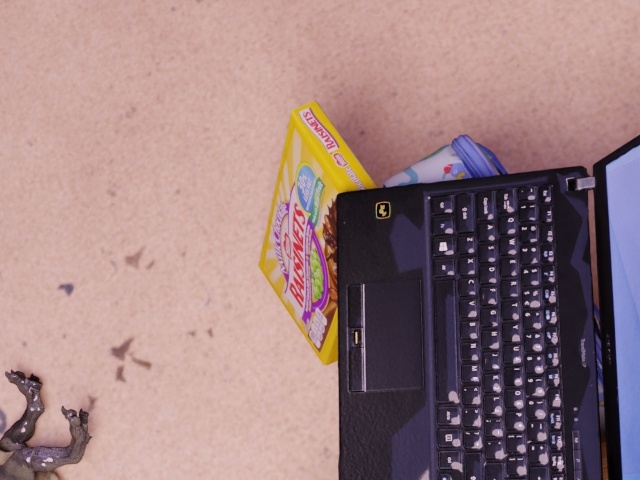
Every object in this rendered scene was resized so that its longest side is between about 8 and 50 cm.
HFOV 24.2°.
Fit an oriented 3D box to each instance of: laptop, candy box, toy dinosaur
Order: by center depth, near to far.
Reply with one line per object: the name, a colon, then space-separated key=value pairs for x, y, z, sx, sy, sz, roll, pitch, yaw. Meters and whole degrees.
laptop: x=0.110 y=0.058 z=0.848 sx=0.264 sy=0.136 sz=0.234 roll=-5 pitch=76 yaw=22
candy box: x=0.000 y=0.000 z=1.082 sx=0.027 sy=0.206 sz=0.105 roll=-22 pitch=63 yaw=-22
toy dinosaur: x=-0.236 y=0.177 z=1.199 sx=0.268 sy=0.064 sz=0.118 roll=24 pitch=93 yaw=22

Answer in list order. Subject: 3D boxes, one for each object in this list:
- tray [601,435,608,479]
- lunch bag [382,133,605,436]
tray: x=0.197 y=0.227 z=0.954 sx=0.411 sy=0.076 sz=0.203 roll=-20 pitch=110 yaw=15
lunch bag: x=0.132 y=0.042 z=1.022 sx=0.090 sy=0.176 sz=0.219 roll=-32 pitch=66 yaw=6
